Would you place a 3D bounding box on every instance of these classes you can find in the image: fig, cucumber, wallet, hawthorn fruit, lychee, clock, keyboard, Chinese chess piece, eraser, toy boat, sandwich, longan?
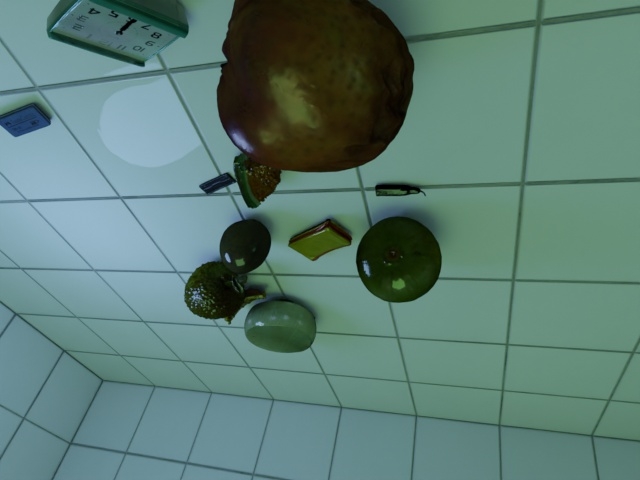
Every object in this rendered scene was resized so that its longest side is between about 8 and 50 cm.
[{"bbox_3d":[0.275,0.076,1.659,0.316,0.316,0.316,9,142,7],"label":"fig"},{"bbox_3d":[0.259,-0.164,1.541,0.163,0.043,0.039,0,168,16],"label":"cucumber"},{"bbox_3d":[0.000,0.000,1.819,0.141,0.067,0.241,33,143,-29],"label":"wallet"},{"bbox_3d":[-0.011,-0.366,1.069,0.471,0.472,0.472,9,142,7],"label":"hawthorn fruit"},{"bbox_3d":[-0.460,0.222,2.079,0.269,0.270,0.320,23,121,-10],"label":"lychee"},{"bbox_3d":[-0.505,-0.559,1.189,0.231,0.116,0.262,-14,171,37],"label":"clock"},{"bbox_3d":[-0.374,-0.205,1.723,0.155,0.010,0.053,-16,133,33],"label":"keyboard"},{"bbox_3d":[-0.192,0.417,2.292,0.349,0.146,0.349,4,145,3],"label":"Chinese chess piece"},{"bbox_3d":[-1.035,-0.419,1.656,0.225,0.036,0.082,-8,139,25],"label":"eraser"},{"bbox_3d":[-0.365,0.296,2.253,0.318,0.141,0.099,-36,75,36],"label":"toy boat"},{"bbox_3d":[-0.205,-0.209,1.600,0.159,0.109,0.185,-11,137,0],"label":"sandwich"},{"bbox_3d":[-0.289,0.019,1.823,0.196,0.196,0.220,27,102,-15],"label":"longan"}]
